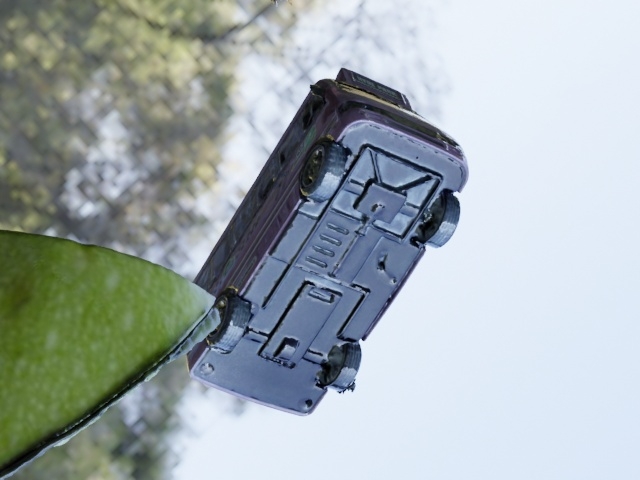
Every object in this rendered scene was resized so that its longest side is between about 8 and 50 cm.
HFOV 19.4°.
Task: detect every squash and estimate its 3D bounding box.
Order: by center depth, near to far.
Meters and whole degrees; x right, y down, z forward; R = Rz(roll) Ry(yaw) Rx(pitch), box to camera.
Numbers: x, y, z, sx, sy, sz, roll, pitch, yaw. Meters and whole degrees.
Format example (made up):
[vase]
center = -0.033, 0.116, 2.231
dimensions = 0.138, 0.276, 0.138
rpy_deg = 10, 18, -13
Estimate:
[squash]
center = -0.163, 0.045, 0.744
dimensions = 0.192, 0.085, 0.184
rpy_deg = -12, -161, 38

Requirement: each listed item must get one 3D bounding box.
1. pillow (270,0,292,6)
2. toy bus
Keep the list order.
[pillow]
center = -0.097, -0.138, 0.731
dimensions = 0.185, 0.118, 0.043
rpy_deg = 14, -117, 35
[toy bus]
center = 0.000, 0.000, 1.105
dimensions = 0.199, 0.096, 0.108
rpy_deg = -57, -155, 24
